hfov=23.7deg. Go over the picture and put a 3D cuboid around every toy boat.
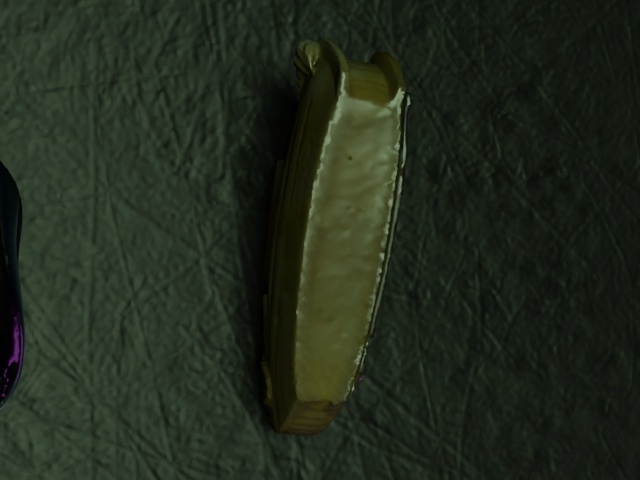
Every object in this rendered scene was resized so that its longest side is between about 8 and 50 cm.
[{"bbox_3d":[0.000,0.000,1.219,0.089,0.121,0.321,5,98,-21],"label":"toy boat"}]

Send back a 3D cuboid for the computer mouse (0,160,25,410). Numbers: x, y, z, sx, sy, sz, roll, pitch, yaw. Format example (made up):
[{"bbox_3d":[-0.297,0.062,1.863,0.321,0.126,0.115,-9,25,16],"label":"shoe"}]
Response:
[{"bbox_3d":[-0.281,0.029,1.119,0.137,0.096,0.233,-2,86,-22],"label":"computer mouse"}]
